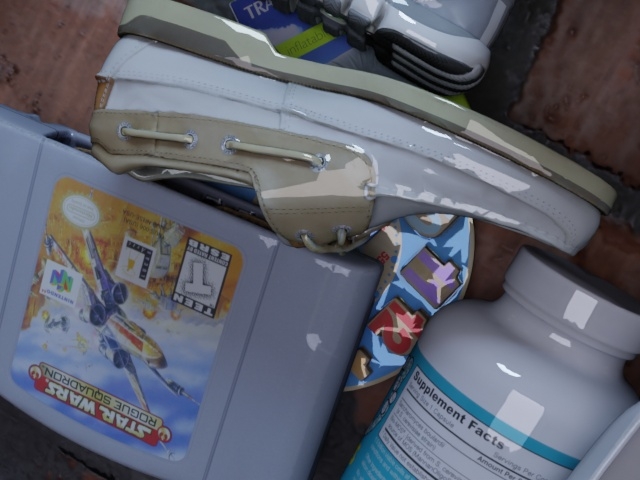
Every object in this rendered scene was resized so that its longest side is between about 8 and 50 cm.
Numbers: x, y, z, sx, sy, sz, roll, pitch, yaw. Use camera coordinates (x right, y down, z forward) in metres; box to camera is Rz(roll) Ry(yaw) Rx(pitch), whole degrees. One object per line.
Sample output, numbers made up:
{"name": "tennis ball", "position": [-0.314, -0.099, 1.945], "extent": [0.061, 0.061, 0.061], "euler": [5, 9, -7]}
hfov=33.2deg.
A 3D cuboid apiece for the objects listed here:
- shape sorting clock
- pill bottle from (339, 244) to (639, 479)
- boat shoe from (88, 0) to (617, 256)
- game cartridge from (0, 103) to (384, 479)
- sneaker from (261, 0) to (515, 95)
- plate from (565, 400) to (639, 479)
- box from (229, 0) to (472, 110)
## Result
{"name": "shape sorting clock", "position": [0.000, 0.000, 0.718], "extent": [0.206, 0.040, 0.206], "euler": [1, 97, 11]}
{"name": "pill bottle", "position": [0.100, 0.138, 0.659], "extent": [0.146, 0.146, 0.264], "euler": [30, 101, 7]}
{"name": "boat shoe", "position": [0.008, -0.042, 0.603], "extent": [0.302, 0.113, 0.103], "euler": [22, 89, 20]}
{"name": "game cartridge", "position": [-0.122, 0.049, 0.722], "extent": [0.297, 0.062, 0.198], "euler": [22, 103, 15]}
{"name": "sneaker", "position": [0.021, -0.193, 0.632], "extent": [0.228, 0.086, 0.132], "euler": [32, 83, 0]}
{"name": "plate", "position": [0.165, 0.234, 0.626], "extent": [0.277, 0.045, 0.278], "euler": [36, 95, -37]}
{"name": "box", "position": [0.020, -0.111, 0.680], "extent": [0.109, 0.042, 0.178], "euler": [-27, 81, 4]}
